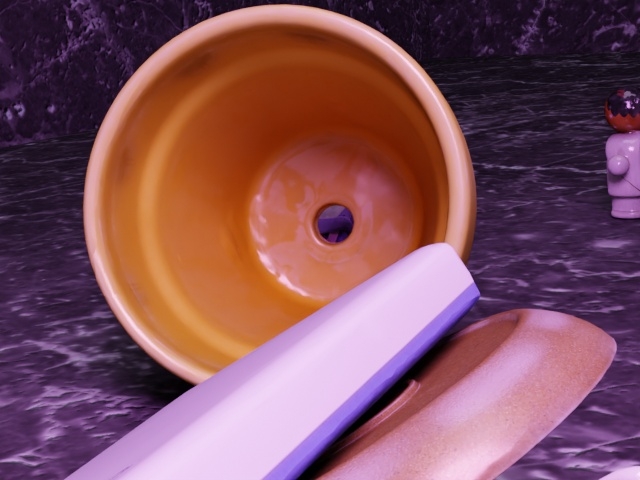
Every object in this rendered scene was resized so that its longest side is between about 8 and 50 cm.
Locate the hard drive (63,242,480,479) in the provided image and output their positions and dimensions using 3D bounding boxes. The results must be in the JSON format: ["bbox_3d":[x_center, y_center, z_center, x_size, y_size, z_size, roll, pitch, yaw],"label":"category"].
[{"bbox_3d":[-0.075,0.107,0.478,0.210,0.040,0.318,-34,-1,32],"label":"hard drive"}]

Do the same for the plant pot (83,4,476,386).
[{"bbox_3d":[-0.008,-0.020,0.841,0.254,0.254,0.239,-2,-3,12],"label":"plant pot"}]

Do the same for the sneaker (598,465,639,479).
[{"bbox_3d":[0.150,0.085,0.427,0.257,0.169,0.447,-3,15,2],"label":"sneaker"}]

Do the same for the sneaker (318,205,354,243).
[{"bbox_3d":[0.000,0.000,1.052,0.104,0.095,0.236,-22,15,-33],"label":"sneaker"}]

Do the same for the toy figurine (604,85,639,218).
[{"bbox_3d":[0.396,-0.096,1.153,0.213,0.148,0.209,-9,13,-12],"label":"toy figurine"}]

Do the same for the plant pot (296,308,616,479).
[{"bbox_3d":[0.016,0.092,0.501,0.236,0.032,0.236,-33,-2,-1],"label":"plant pot"}]
